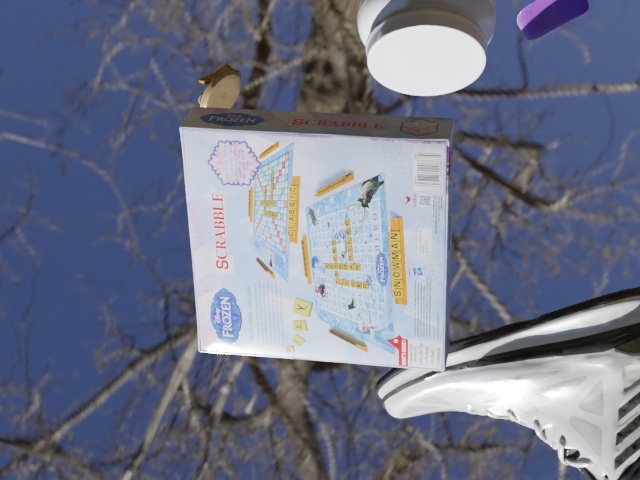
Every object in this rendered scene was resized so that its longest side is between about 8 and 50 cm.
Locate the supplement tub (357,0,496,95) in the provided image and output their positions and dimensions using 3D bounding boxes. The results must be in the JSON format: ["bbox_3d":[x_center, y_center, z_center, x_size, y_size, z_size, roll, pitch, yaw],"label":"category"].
[{"bbox_3d":[0.176,-0.423,2.237,0.228,0.228,0.316,12,-120,-17],"label":"supplement tub"}]

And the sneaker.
[{"bbox_3d":[0.285,0.239,1.807,0.169,0.447,0.258,-4,-104,-56],"label":"sneaker"}]

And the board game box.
[{"bbox_3d":[0.000,0.000,1.632,0.317,0.319,0.066,4,-151,9],"label":"board game box"}]

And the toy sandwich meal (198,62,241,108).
[{"bbox_3d":[-0.138,-0.204,1.817,0.029,0.086,0.085,35,-142,24],"label":"toy sandwich meal"}]

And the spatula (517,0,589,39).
[{"bbox_3d":[0.384,-0.371,1.778,0.030,0.296,0.084,54,-171,32],"label":"spatula"}]
